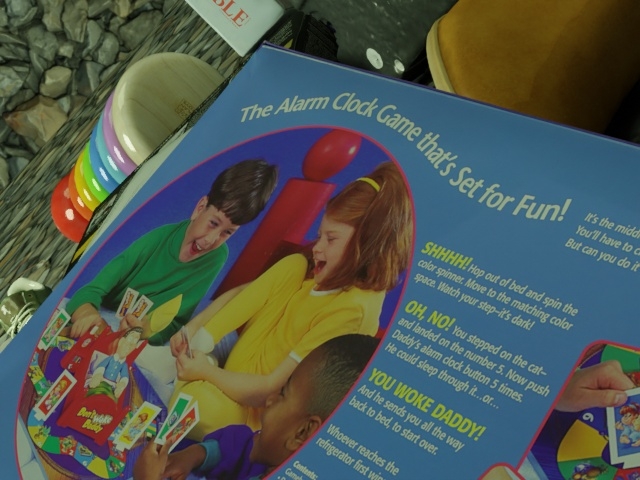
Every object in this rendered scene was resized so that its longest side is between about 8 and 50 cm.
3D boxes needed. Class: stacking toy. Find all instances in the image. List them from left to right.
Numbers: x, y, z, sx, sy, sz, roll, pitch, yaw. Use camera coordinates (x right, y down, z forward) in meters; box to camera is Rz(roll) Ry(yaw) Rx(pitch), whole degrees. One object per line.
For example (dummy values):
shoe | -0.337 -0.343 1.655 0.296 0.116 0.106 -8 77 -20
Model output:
stacking toy | -0.213 -0.079 1.542 0.330 0.141 0.141 -31 23 55

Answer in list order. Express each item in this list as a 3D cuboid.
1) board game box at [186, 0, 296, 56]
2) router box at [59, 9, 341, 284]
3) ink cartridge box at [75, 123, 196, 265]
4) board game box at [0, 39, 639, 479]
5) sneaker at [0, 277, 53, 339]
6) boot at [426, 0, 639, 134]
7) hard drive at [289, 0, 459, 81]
board game box | -0.133 -0.330 1.440 0.066 0.319 0.318 -45 0 16
router box | -0.097 -0.047 1.241 0.309 0.081 0.243 -42 17 21
ink cartridge box | -0.053 -0.008 0.956 0.176 0.128 0.127 -30 24 45
board game box | 0.021 0.066 0.489 0.233 0.078 0.347 -51 36 -10
sneaker | -0.278 0.091 1.382 0.064 0.086 0.192 -46 17 8
boot | 0.170 -0.154 0.763 0.211 0.104 0.295 -40 14 26
hard drive | 0.036 -0.259 0.973 0.064 0.237 0.339 -38 -5 -23
